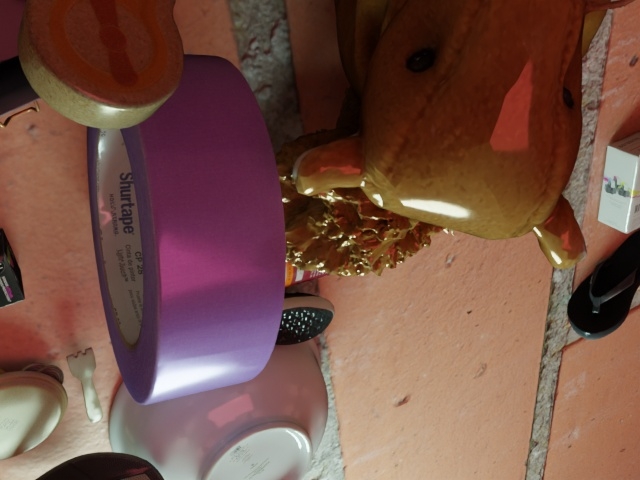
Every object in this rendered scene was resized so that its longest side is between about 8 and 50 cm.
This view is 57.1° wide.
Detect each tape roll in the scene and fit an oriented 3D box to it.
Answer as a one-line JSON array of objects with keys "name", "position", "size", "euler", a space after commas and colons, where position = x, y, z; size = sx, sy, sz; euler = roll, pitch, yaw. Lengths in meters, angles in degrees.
[{"name": "tape roll", "position": [-0.126, -0.012, 0.487], "size": [0.090, 0.275, 0.275], "euler": [-7, 119, -29]}]

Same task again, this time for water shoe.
[{"name": "water shoe", "position": [-0.077, 0.075, 0.687], "size": [0.203, 0.080, 0.073], "euler": [1, 130, -32]}]

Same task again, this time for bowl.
[{"name": "bowl", "position": [-0.100, 0.243, 0.736], "size": [0.297, 0.134, 0.298], "euler": [-15, 122, -25]}]

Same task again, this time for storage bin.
[{"name": "storage bin", "position": [-0.258, -0.144, 0.452], "size": [0.135, 0.091, 0.098], "euler": [-30, 127, -13]}]

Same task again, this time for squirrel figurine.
[{"name": "squirrel figurine", "position": [0.099, -0.110, 0.490], "size": [0.280, 0.371, 0.397], "euler": [17, 134, -8]}]

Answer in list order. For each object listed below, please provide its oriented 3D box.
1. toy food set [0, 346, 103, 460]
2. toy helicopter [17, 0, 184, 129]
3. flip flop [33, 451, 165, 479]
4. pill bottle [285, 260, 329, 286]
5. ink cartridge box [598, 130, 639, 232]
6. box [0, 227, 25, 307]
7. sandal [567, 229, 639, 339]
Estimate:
[{"name": "toy food set", "position": [-0.336, 0.179, 0.625], "size": [0.191, 0.038, 0.133], "euler": [-17, 130, -29]}, {"name": "toy helicopter", "position": [-0.111, -0.231, 0.365], "size": [0.234, 0.140, 0.355], "euler": [26, 59, -31]}, {"name": "flip flop", "position": [-0.299, 0.319, 0.674], "size": [0.277, 0.080, 0.112], "euler": [-30, 86, 9]}, {"name": "pill bottle", "position": [0.000, 0.000, 0.691], "size": [0.151, 0.086, 0.086], "euler": [-14, 122, -24]}, {"name": "ink cartridge box", "position": [0.523, -0.115, 0.960], "size": [0.104, 0.061, 0.182], "euler": [-23, 126, -19]}, {"name": "box", "position": [-0.320, 0.034, 0.531], "size": [0.083, 0.062, 0.052], "euler": [-19, 122, -21]}, {"name": "sandal", "position": [0.525, 0.066, 1.048], "size": [0.254, 0.097, 0.054], "euler": [-47, 131, -14]}]
